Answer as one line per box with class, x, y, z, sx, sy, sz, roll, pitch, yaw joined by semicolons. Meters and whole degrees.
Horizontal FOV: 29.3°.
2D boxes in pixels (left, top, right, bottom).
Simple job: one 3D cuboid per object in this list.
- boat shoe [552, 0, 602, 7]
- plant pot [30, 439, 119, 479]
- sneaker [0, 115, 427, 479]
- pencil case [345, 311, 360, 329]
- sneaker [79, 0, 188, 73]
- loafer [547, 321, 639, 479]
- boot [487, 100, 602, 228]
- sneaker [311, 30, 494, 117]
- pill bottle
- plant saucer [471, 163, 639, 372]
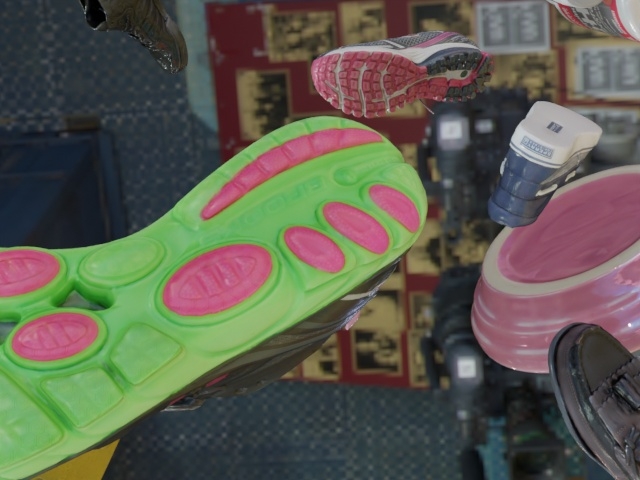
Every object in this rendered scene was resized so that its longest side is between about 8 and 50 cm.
boat shoe;0.222;-0.320;1.344;0.258;0.084;0.095;12;-86;-43
plant pot;-0.310;0.187;1.108;0.212;0.187;0.212;30;-97;-52
sneaker;-0.136;0.079;0.904;0.185;0.482;0.202;60;162;29
pencil case;0.000;0.000;1.601;0.284;0.124;0.124;86;-176;-49
sneaker;-0.198;-0.227;1.220;0.089;0.051;0.170;-40;-53;-30
loafer;0.330;0.207;1.177;0.302;0.109;0.095;60;152;-6
boot;0.199;-0.071;1.120;0.190;0.069;0.086;-25;-37;-62
sneaker;0.122;-0.273;1.959;0.112;0.299;0.121;-122;35;-46
pill bottle;0.471;-0.415;1.938;0.318;0.176;0.176;-137;39;-64
plant saucer;0.315;0.016;1.408;0.084;0.332;0.332;59;-164;-21
